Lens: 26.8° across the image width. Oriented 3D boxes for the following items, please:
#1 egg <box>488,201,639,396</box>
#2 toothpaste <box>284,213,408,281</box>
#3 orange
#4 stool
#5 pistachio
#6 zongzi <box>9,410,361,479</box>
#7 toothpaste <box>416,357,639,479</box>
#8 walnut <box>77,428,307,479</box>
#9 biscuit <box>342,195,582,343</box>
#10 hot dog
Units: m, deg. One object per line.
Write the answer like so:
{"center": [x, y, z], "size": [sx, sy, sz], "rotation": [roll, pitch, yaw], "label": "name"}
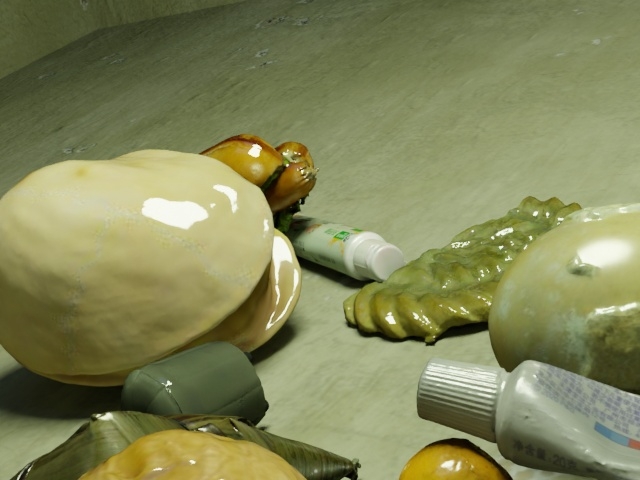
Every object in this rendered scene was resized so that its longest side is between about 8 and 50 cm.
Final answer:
{"center": [0.223, 0.056, 0.975], "size": [0.202, 0.164, 0.164], "rotation": [-10, 20, 3], "label": "egg"}
{"center": [0.000, 0.000, 1.477], "size": [0.056, 0.058, 0.314], "rotation": [-63, 26, -4], "label": "toothpaste"}
{"center": [0.091, 0.171, 0.893], "size": [0.070, 0.083, 0.083], "rotation": [-50, 19, 6], "label": "orange"}
{"center": [-0.106, 0.138, 1.130], "size": [0.110, 0.096, 0.096], "rotation": [-23, 20, -34], "label": "stool"}
{"center": [-0.184, 0.027, 1.312], "size": [0.321, 0.229, 0.238], "rotation": [-5, 62, 15], "label": "pistachio"}
{"center": [-0.124, 0.199, 1.003], "size": [0.242, 0.112, 0.221], "rotation": [6, -28, -46], "label": "zongzi"}
{"center": [0.199, 0.127, 0.863], "size": [0.282, 0.068, 0.099], "rotation": [14, 54, 16], "label": "toothpaste"}
{"center": [-0.073, 0.213, 0.759], "size": [0.195, 0.195, 0.221], "rotation": [-17, 21, 1], "label": "walnut"}
{"center": [0.170, 0.025, 1.284], "size": [0.273, 0.036, 0.187], "rotation": [-28, 22, -27], "label": "biscuit"}
{"center": [-0.127, -0.038, 1.527], "size": [0.135, 0.100, 0.337], "rotation": [9, -19, -40], "label": "hot dog"}
